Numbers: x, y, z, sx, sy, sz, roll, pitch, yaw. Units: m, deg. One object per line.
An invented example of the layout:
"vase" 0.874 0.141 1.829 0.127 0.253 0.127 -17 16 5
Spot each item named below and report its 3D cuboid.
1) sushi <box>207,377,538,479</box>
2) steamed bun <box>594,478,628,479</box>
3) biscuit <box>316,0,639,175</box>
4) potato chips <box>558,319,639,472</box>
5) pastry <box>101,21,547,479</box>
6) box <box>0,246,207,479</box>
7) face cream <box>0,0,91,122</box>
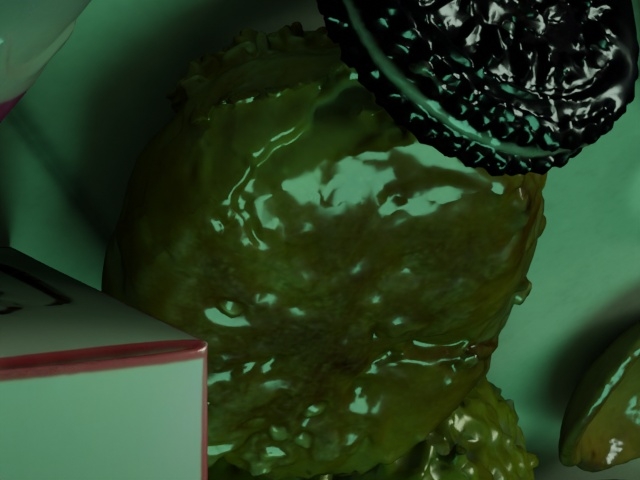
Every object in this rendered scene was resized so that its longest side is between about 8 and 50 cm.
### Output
"sushi" -0.019 0.242 1.158 0.396 0.240 0.351 -22 145 2
"steamed bun" 0.222 0.334 1.392 0.247 0.236 0.383 -46 168 26
"biscuit" 0.080 -0.122 0.794 0.194 0.195 0.053 5 153 -34
"potato chips" 0.272 0.105 1.292 0.195 0.062 0.208 -14 142 -22
"pastry" 0.000 0.000 0.923 0.255 0.162 0.311 6 131 -20
"box" -0.247 0.176 0.793 0.300 0.314 0.312 -4 100 -29
"face cream" -0.203 -0.104 0.668 0.175 0.175 0.195 17 128 -42
